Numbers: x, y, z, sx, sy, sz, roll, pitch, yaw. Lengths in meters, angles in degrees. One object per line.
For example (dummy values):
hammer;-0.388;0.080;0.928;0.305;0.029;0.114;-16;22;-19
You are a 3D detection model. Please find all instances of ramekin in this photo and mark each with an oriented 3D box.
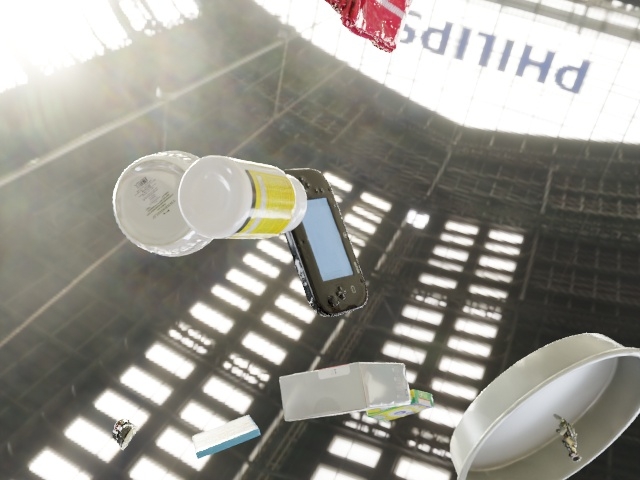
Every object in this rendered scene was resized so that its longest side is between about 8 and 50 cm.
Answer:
ramekin;-0.294;-0.070;1.360;0.207;0.207;0.109;17;-175;7

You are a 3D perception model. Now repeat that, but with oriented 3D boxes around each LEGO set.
LEGO set;0.301;0.236;0.855;0.024;0.054;0.083;-24;-164;7

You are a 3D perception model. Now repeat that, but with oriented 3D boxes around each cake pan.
cake pan;0.284;0.225;0.893;0.293;0.293;0.054;-6;-139;-28

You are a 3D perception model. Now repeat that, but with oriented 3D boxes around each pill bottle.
pill bottle;-0.110;-0.061;1.093;0.119;0.119;0.208;28;-168;23

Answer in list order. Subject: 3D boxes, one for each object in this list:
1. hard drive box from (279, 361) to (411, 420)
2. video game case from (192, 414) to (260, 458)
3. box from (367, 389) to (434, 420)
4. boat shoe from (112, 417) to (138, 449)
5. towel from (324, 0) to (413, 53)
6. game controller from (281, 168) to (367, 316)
hard drive box;0.056;0.307;1.455;0.181;0.089;0.232;-15;164;25
video game case;-0.181;0.369;1.349;0.119;0.015;0.166;-18;178;-13
box;0.206;0.455;1.955;0.105;0.179;0.043;25;-130;-48
boat shoe;-0.362;0.352;1.308;0.042;0.133;0.048;35;-108;-5
towel;0.090;-0.286;0.563;0.031;0.274;0.199;28;-167;11
game controller;0.000;0.000;1.485;0.167;0.067;0.319;-12;-101;-41
